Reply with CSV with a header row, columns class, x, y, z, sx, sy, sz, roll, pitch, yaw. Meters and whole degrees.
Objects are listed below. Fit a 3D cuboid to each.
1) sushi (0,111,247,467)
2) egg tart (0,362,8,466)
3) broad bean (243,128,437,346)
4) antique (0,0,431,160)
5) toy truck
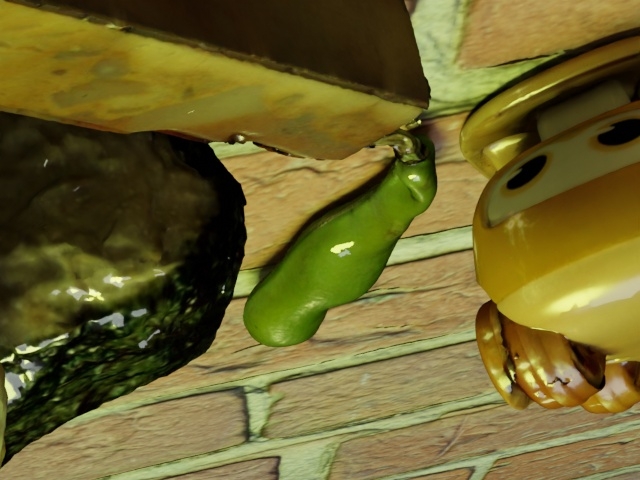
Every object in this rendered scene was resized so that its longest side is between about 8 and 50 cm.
class,x,y,z,sx,sy,sz,roll,pitch,yaw
sushi,-0.211,0.022,0.914,0.350,0.211,0.171,-19,154,-3
egg tart,-0.322,0.065,0.760,0.345,0.345,0.132,-15,-171,3
broad bean,0.011,0.000,1.200,0.098,0.056,0.318,0,150,-17
antique,-0.080,-0.108,0.824,0.310,0.087,0.093,8,152,-45
toy truck,0.215,-0.004,1.101,0.204,0.212,0.288,-25,160,24
